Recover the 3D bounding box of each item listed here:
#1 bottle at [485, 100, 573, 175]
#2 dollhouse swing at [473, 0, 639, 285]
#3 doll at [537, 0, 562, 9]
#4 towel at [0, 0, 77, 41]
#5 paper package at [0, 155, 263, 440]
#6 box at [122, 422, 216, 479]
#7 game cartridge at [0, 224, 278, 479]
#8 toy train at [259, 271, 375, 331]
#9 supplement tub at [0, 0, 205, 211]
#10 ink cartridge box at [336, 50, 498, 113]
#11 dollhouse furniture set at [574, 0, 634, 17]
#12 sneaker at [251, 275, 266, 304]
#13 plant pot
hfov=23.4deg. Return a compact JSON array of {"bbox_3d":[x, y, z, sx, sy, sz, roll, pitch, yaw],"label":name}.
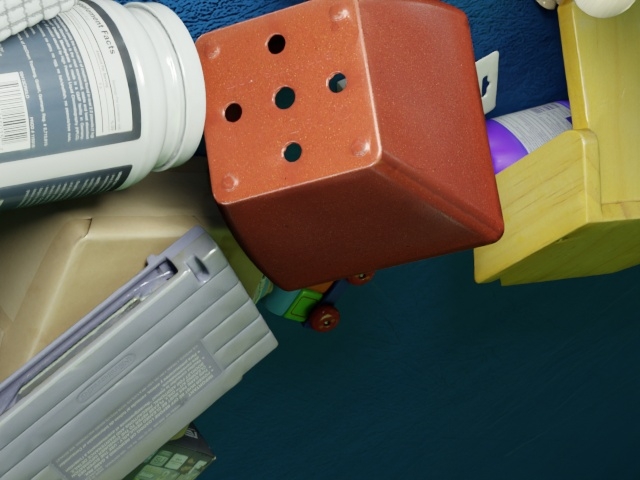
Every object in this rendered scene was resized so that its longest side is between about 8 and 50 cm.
[{"bbox_3d":[0.253,-0.112,2.082,0.283,0.118,0.092,-17,138,-31],"label":"bottle"},{"bbox_3d":[0.368,-0.141,2.027,0.347,0.305,0.315,-6,163,-36],"label":"dollhouse swing"},{"bbox_3d":[0.338,-0.369,1.903,0.129,0.046,0.189,-3,137,-42],"label":"doll"},{"bbox_3d":[-0.347,-0.261,1.275,0.284,0.121,0.235,-32,148,-26],"label":"towel"},{"bbox_3d":[-0.248,0.074,1.756,0.309,0.168,0.325,-2,126,-45],"label":"paper package"},{"bbox_3d":[-0.371,0.336,2.072,0.318,0.097,0.395,-47,147,9],"label":"box"},{"bbox_3d":[-0.223,0.161,1.675,0.355,0.068,0.230,-39,149,-9],"label":"game cartridge"},{"bbox_3d":[0.000,0.000,2.012,0.143,0.105,0.248,15,122,-36],"label":"toy train"},{"bbox_3d":[-0.268,-0.131,1.482,0.272,0.191,0.191,-13,141,-34],"label":"supplement tub"},{"bbox_3d":[0.122,-0.178,1.919,0.198,0.067,0.115,-25,147,-16],"label":"ink cartridge box"},{"bbox_3d":[0.209,-0.325,1.565,0.394,0.362,0.256,26,114,-25],"label":"dollhouse furniture set"},{"bbox_3d":[-0.118,0.030,1.934,0.111,0.103,0.252,-5,142,-46],"label":"sneaker"},{"bbox_3d":[0.010,-0.119,1.586,0.267,0.267,0.236,-14,164,20],"label":"plant pot"}]
